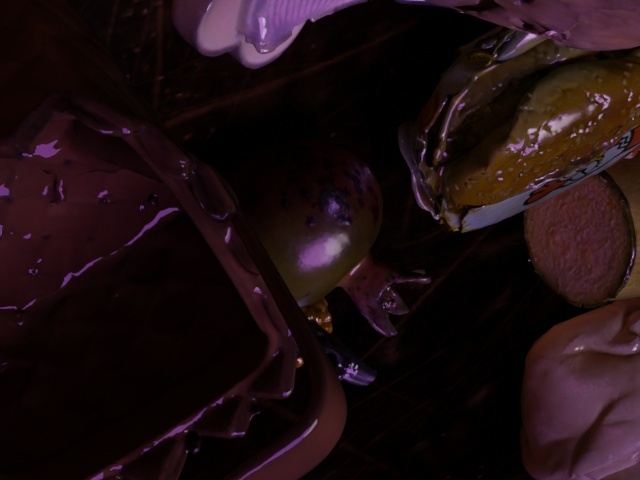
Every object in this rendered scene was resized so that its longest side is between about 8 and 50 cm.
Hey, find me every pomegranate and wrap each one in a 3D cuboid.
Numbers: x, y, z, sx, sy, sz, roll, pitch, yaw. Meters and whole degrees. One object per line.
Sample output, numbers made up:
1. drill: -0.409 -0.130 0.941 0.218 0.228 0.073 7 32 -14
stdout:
1. pomegranate: 0.000 -0.005 1.125 0.129 0.159 0.129 -52 155 -36

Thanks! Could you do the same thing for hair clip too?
1. hair clip: 0.007 -0.172 0.967 0.218 0.071 0.159 -22 146 -31

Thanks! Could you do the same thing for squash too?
1. squash: 0.309 -0.021 1.438 0.247 0.132 0.132 -10 143 -40

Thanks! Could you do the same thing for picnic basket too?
1. picnic basket: -0.147 0.050 0.869 0.254 0.321 0.291 -31 138 2

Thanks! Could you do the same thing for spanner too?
1. spanner: -0.072 0.040 1.139 0.325 0.093 0.026 30 93 -36

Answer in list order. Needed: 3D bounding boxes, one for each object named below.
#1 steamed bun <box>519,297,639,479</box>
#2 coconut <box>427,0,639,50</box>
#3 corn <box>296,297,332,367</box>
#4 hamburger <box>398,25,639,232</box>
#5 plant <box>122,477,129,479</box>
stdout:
1. steamed bun: 0.403 0.193 1.732 0.394 0.237 0.346 6 132 -48
2. coconut: 0.153 -0.255 0.748 0.352 0.353 0.353 -25 150 -16
3. corn: -0.107 0.094 1.231 0.260 0.091 0.091 -21 140 -32
4. hamburger: 0.159 -0.103 1.159 0.214 0.125 0.235 -31 166 -26
5. plant: -0.164 0.216 1.397 0.051 0.051 0.102 -36 145 4
